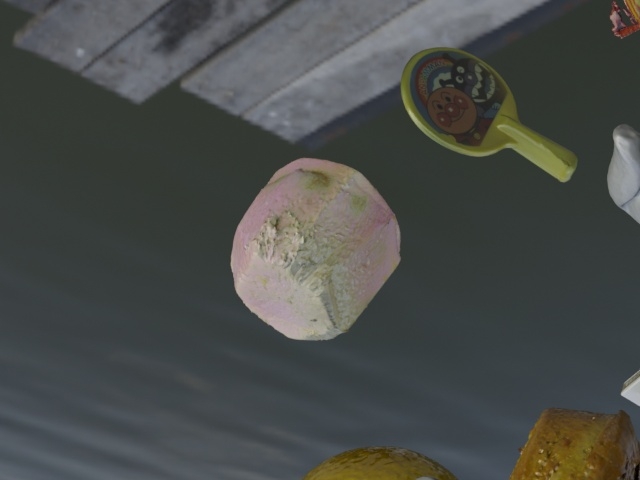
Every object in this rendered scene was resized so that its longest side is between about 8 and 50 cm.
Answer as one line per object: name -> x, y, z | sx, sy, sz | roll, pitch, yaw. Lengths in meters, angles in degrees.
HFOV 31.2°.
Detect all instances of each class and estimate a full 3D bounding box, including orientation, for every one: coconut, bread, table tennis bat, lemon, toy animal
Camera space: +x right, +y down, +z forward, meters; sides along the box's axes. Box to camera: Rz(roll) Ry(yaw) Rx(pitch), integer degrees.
coconut -> 0.000, 0.000, 1.697 | 0.233, 0.245, 0.233 | 24, 146, 17
bread -> 0.426, 0.463, 1.972 | 0.204, 0.358, 0.337 | 10, 149, 29
table tennis bat -> 0.310, -0.220, 2.095 | 0.368, 0.224, 0.054 | 32, 146, -4
lemon -> 0.069, 0.335, 1.240 | 0.228, 0.228, 0.253 | 12, 172, -12
toy animal -> 0.573, -0.128, 1.823 | 0.271, 0.206, 0.265 | -19, 148, -17

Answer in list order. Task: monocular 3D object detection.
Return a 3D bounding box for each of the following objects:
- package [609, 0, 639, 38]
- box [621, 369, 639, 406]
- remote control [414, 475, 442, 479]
package -> 0.418, -0.406, 1.363 | 0.288, 0.223, 0.108 | -33, 173, 39
box -> 0.488, 0.178, 1.489 | 0.109, 0.029, 0.198 | 31, 142, 0
remote control -> 0.052, 0.319, 1.008 | 0.022, 0.245, 0.077 | 23, -175, -19
